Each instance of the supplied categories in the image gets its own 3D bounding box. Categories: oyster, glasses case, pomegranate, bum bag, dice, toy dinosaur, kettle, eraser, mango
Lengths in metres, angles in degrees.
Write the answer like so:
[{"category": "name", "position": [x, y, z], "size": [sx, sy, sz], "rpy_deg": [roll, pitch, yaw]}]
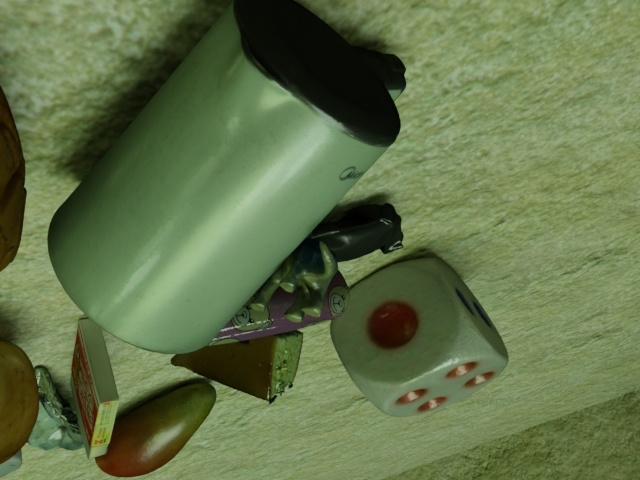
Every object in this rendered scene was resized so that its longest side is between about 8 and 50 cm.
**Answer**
[{"category": "oyster", "position": [-0.512, 0.341, 1.402], "size": [0.199, 0.087, 0.252], "rpy_deg": [-14, 137, 27]}, {"category": "glasses case", "position": [-0.104, 0.098, 1.243], "size": [0.316, 0.123, 0.076], "rpy_deg": [-8, 141, -21]}, {"category": "pomegranate", "position": [-0.532, 0.231, 1.093], "size": [0.248, 0.248, 0.248], "rpy_deg": [-16, 149, -10]}, {"category": "bum bag", "position": [0.000, 0.000, 1.208], "size": [0.326, 0.080, 0.142], "rpy_deg": [-11, 155, -25]}, {"category": "dice", "position": [0.193, 0.194, 1.476], "size": [0.259, 0.243, 0.251], "rpy_deg": [-35, 148, 16]}, {"category": "toy dinosaur", "position": [-0.006, 0.001, 0.923], "size": [0.075, 0.188, 0.248], "rpy_deg": [26, 153, -9]}, {"category": "kettle", "position": [-0.081, -0.082, 0.900], "size": [0.376, 0.250, 0.361], "rpy_deg": [-44, 164, 29]}, {"category": "eraser", "position": [-0.388, 0.256, 1.276], "size": [0.038, 0.157, 0.230], "rpy_deg": [-9, 147, -28]}, {"category": "mango", "position": [-0.348, 0.400, 1.570], "size": [0.289, 0.129, 0.146], "rpy_deg": [-42, 143, 15]}]

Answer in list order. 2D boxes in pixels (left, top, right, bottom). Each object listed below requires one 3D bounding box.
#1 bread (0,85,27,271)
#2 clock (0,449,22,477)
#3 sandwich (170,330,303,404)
[{"category": "bread", "position": [-0.369, -0.072, 0.738], "size": [0.142, 0.195, 0.270], "rpy_deg": [-4, 150, -16]}, {"category": "clock", "position": [-0.710, 0.411, 1.386], "size": [0.227, 0.090, 0.248], "rpy_deg": [-28, 148, 9]}, {"category": "sandwich", "position": [-0.154, 0.194, 1.345], "size": [0.235, 0.128, 0.122], "rpy_deg": [12, -174, 27]}]
